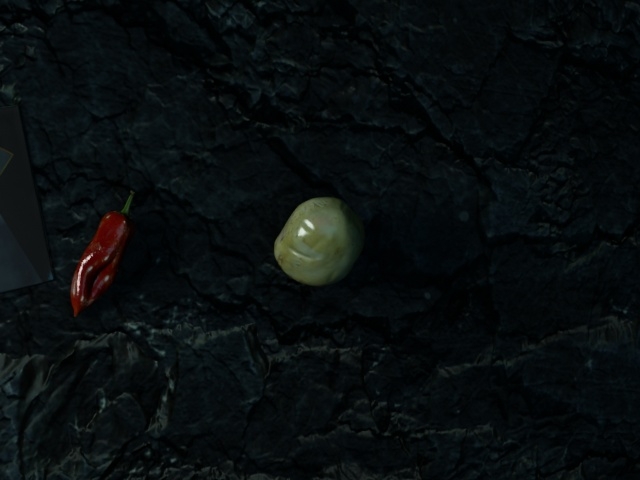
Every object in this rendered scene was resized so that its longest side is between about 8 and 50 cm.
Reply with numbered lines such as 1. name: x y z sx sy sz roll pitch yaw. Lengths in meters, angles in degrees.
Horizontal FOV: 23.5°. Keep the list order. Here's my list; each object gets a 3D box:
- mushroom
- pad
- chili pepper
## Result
1. mushroom: 0.000 0.000 2.266 0.148 0.112 0.148 -14 128 -19
2. pad: -0.442 -0.049 2.010 0.163 0.004 0.243 -14 96 -36
3. chili pepper: -0.293 0.016 2.087 0.059 0.050 0.191 35 75 -48
